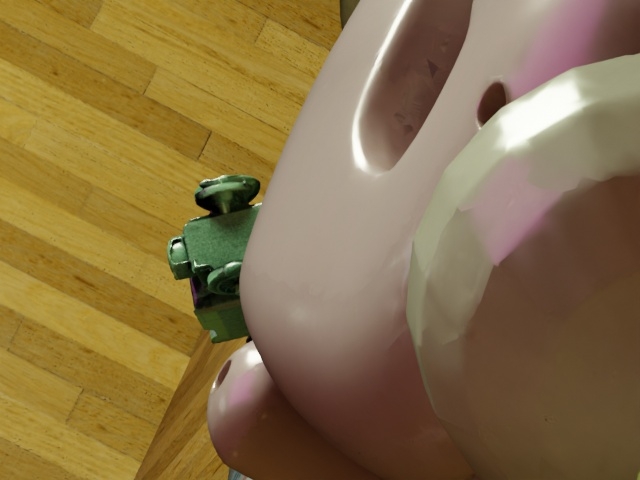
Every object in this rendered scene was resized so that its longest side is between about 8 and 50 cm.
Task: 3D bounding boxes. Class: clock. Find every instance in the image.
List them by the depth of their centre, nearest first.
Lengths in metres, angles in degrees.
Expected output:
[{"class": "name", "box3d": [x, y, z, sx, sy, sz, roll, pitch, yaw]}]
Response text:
[{"class": "clock", "box3d": [0.109, -0.044, 0.638, 0.326, 0.184, 0.342, -36, 32, 66]}]

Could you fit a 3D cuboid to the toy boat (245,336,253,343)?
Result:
[{"class": "toy boat", "box3d": [0.014, 0.018, 1.413, 0.129, 0.088, 0.295, -52, 13, 57]}]

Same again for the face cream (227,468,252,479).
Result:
[{"class": "face cream", "box3d": [-0.005, 0.143, 1.092, 0.163, 0.080, 0.336, -59, 7, 13]}]

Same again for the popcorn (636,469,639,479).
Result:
[{"class": "popcorn", "box3d": [0.084, 0.104, 0.377, 0.145, 0.126, 0.126, 90, -176, -71]}]

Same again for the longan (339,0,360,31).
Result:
[{"class": "longan", "box3d": [0.097, -0.162, 1.226, 0.189, 0.189, 0.189, -61, 7, 12]}]

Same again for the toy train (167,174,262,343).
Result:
[{"class": "toy train", "box3d": [0.000, 0.001, 1.236, 0.132, 0.200, 0.083, 70, -170, -66]}]
